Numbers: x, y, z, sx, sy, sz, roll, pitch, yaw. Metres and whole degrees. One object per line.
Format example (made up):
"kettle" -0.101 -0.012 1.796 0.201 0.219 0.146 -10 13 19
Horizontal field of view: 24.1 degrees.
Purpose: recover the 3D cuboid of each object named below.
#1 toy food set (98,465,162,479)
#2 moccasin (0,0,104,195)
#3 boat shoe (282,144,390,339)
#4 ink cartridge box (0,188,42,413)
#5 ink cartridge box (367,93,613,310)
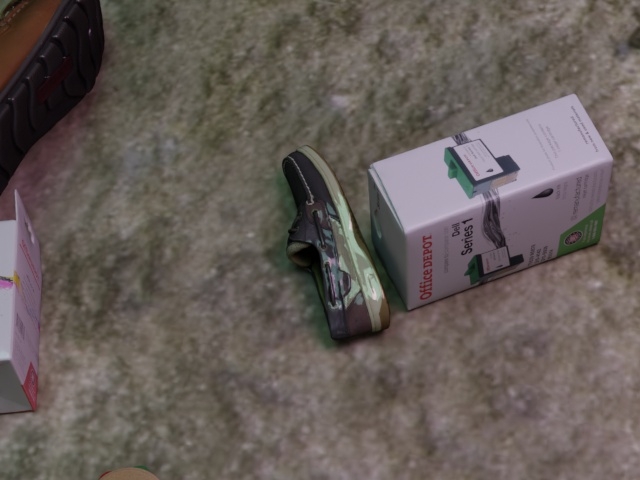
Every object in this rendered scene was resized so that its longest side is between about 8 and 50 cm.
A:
"toy food set" -0.183 0.252 1.417 0.082 0.020 0.083 28 65 20
"moccasin" -0.339 -0.169 1.591 0.147 0.139 0.380 8 45 16
"boat shoe" 0.000 0.001 1.523 0.073 0.080 0.224 -19 63 -13
"ink cartridge box" -0.323 0.060 1.491 0.067 0.115 0.198 -5 57 1
"ink cartridge box" 0.166 -0.035 1.486 0.219 0.160 0.093 -20 59 -7
